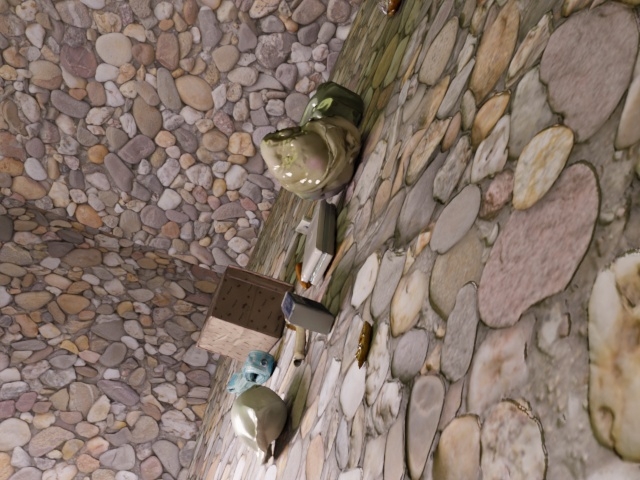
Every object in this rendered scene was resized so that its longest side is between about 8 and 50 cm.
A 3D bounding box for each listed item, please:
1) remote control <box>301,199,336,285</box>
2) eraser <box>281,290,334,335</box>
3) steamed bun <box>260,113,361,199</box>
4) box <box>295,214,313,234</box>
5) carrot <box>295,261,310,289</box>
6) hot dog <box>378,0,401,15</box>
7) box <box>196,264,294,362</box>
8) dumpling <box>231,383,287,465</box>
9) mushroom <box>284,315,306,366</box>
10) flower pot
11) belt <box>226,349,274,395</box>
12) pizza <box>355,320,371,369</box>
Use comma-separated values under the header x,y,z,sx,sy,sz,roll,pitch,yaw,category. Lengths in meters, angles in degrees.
x,y,z,sx,sy,sz,roll,pitch,yaw,category
0.000,0.000,1.573,0.277,0.055,0.103,-84,18,-60,remote control
-0.033,0.158,1.319,0.212,0.092,0.046,-165,95,-82,eraser
-0.010,-0.214,1.635,0.280,0.268,0.207,-34,-69,-84,steamed bun
-0.044,-0.048,1.904,0.083,0.054,0.024,129,162,-60,box
-0.045,0.105,1.670,0.190,0.037,0.037,-114,46,-71,carrot
0.262,-0.837,1.878,0.252,0.069,0.131,-61,3,23,hot dog
-0.245,0.245,1.886,0.297,0.225,0.190,124,162,-55,box
-0.130,0.405,1.311,0.229,0.124,0.151,-100,-4,-81,dumpling
-0.058,0.225,1.424,0.060,0.061,0.187,-58,17,25,mushroom
0.002,-0.327,1.931,0.254,0.164,0.367,-111,44,-68,flower pot
-0.211,0.402,1.771,0.302,0.087,0.072,126,159,-56,belt
0.068,0.169,0.964,0.037,0.016,0.083,116,169,-61,pizza
